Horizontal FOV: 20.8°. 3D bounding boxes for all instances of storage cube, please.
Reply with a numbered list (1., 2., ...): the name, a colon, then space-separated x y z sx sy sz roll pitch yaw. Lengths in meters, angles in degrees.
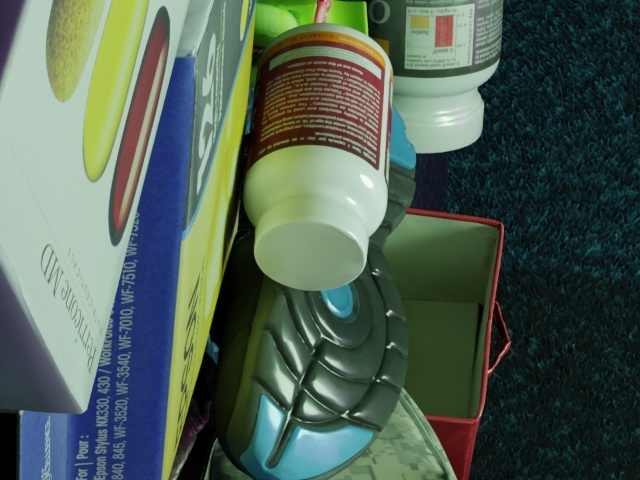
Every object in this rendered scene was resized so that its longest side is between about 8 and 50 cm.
1. storage cube: 0.044 0.097 1.442 0.193 0.215 0.183 91 8 -60

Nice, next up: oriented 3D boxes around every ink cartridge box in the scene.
1. ink cartridge box: -0.085 -0.020 0.884 0.307 0.072 0.303 -82 -179 -48

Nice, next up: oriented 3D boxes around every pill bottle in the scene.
1. pill bottle: -0.001 -0.049 1.034 0.086 0.086 0.152 84 8 -50
2. pill bottle: 0.102 -0.239 1.734 0.162 0.162 0.278 -66 159 -63

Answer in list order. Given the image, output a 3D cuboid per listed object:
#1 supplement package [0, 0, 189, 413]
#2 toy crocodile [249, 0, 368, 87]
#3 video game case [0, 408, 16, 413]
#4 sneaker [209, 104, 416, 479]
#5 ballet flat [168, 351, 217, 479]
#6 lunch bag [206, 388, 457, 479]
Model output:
1. supplement package: -0.122 -0.087 0.546 0.139 0.134 0.244 78 19 -60
2. toy crocodile: -0.035 -0.195 1.054 0.340 0.105 0.115 77 10 -62
3. video game case: -0.141 -0.060 0.793 0.193 0.023 0.212 82 15 -53
4. sneaker: -0.023 0.033 1.138 0.125 0.139 0.341 51 32 -29
5. ballet flat: -0.097 0.186 1.085 0.084 0.058 0.250 70 27 -68
6. lunch bag: 0.002 0.250 1.264 0.305 0.212 0.256 90 -6 -45
